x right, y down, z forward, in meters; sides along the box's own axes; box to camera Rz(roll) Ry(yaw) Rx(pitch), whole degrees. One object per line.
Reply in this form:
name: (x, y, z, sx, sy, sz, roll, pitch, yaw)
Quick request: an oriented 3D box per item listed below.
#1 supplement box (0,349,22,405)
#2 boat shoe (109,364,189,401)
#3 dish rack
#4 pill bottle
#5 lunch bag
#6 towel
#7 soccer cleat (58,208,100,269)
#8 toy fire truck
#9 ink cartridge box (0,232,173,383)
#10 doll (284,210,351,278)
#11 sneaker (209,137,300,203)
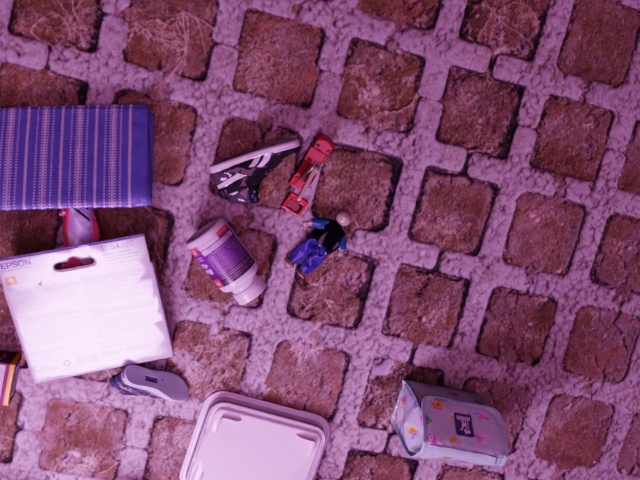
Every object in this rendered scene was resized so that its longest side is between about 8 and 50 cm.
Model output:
supplement box: (-0.790, 0.301, 1.755, 0.188, 0.081, 0.104, 12, 99, -11)
boat shoe: (-0.408, 0.345, 1.840, 0.183, 0.083, 0.065, 29, 50, -34)
dish rack: (-0.159, 0.543, 1.911, 0.333, 0.072, 0.285, 18, 98, -11)
pill bottle: (-0.213, 0.051, 1.788, 0.108, 0.108, 0.193, -36, 103, -1)
lunch bag: (0.313, 0.455, 1.872, 0.224, 0.262, 0.160, 13, 98, -11)
towel: (-0.535, -0.181, 1.680, 0.336, 0.040, 0.243, -2, 73, -8)
soccer cleat: (-0.538, -0.045, 1.739, 0.095, 0.083, 0.247, -1, 101, -26)
toy fire truck: (-0.027, -0.154, 1.765, 0.047, 0.135, 0.192, 31, 95, -13)
ink cartridge box: (-0.522, 0.146, 1.743, 0.324, 0.071, 0.329, -10, 115, -7)
doll: (0.000, 0.000, 1.845, 0.189, 0.046, 0.129, -44, 105, 1)
sneaker: (-0.137, -0.153, 1.784, 0.217, 0.079, 0.121, -18, 106, 3)
